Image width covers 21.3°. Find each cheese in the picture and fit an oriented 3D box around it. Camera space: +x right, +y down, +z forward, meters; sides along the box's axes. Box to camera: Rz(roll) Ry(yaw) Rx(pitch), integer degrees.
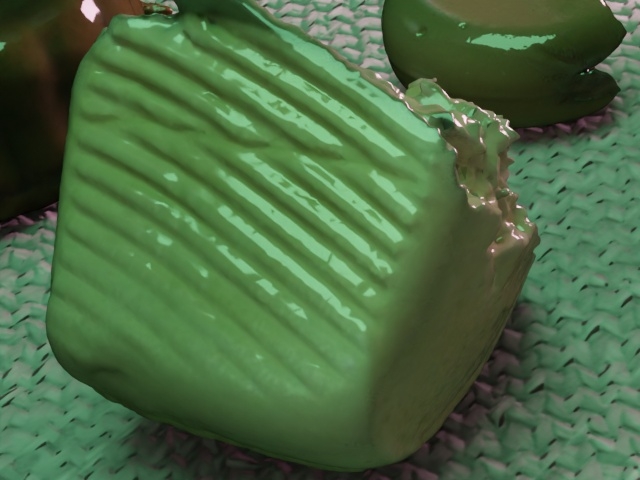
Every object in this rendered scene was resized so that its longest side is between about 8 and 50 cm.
[{"bbox_3d":[0.145,-0.157,1.312,0.175,0.091,0.202,-28,42,-18],"label":"cheese"}]

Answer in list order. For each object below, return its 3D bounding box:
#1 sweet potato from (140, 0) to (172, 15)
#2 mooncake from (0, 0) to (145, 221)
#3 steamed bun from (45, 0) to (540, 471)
[{"bbox_3d":[-0.243,-0.214,1.520,0.226,0.068,0.068,-3,40,13],"label":"sweet potato"},{"bbox_3d":[-0.279,-0.141,1.363,0.290,0.161,0.290,-10,37,7],"label":"mooncake"},{"bbox_3d":[0.000,0.000,1.069,0.290,0.273,0.272,23,8,34],"label":"steamed bun"}]
